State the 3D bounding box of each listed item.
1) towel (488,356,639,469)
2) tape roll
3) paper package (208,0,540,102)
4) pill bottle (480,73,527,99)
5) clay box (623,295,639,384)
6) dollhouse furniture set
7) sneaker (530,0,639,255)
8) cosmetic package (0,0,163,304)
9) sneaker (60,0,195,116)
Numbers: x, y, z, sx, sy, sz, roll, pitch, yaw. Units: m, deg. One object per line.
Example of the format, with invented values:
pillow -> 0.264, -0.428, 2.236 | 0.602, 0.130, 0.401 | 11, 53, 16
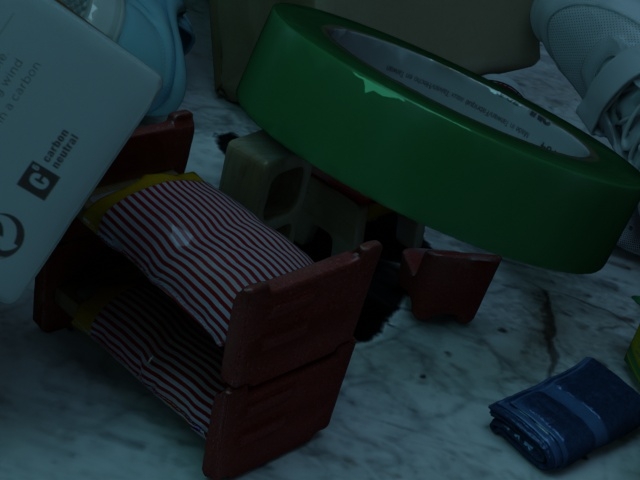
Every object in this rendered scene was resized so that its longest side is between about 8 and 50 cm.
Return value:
towel -> 0.180, 0.124, 0.945 | 0.119, 0.029, 0.067 | -15, 42, -41
tape roll -> 0.094, -0.084, 1.033 | 0.321, 0.077, 0.321 | 23, 15, -7
paper package -> 0.053, -0.304, 1.314 | 0.325, 0.309, 0.168 | -13, 15, -40
pill bottle -> 0.158, -0.105, 1.268 | 0.086, 0.086, 0.152 | 18, 30, 6
clay box -> 0.318, 0.123, 0.982 | 0.127, 0.053, 0.222 | 7, 29, -17
dollhouse furniture set -> 0.000, 0.000, 0.950 | 0.201, 0.152, 0.374 | 34, 35, 30
sneaker -> 0.312, -0.114, 1.245 | 0.366, 0.137, 0.210 | 46, 40, 15
cosmetic package -> -0.331, -0.166, 0.711 | 0.453, 0.161, 0.230 | 33, 3, -32
sneaker -> -0.203, -0.232, 1.300 | 0.150, 0.135, 0.366 | 33, 28, -31
